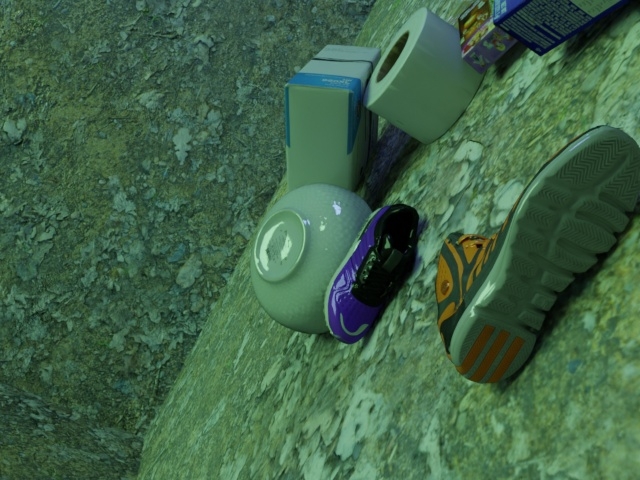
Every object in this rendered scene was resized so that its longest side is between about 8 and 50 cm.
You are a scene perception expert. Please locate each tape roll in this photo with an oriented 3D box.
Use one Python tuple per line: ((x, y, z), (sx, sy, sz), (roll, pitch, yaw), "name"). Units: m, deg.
((0.227, -0.363, 1.278), (0.246, 0.169, 0.246), (-55, 16, 23), "tape roll")

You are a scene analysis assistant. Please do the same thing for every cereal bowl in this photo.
((-0.041, 0.027, 1.258), (0.338, 0.141, 0.339), (-17, 64, 39), "cereal bowl")

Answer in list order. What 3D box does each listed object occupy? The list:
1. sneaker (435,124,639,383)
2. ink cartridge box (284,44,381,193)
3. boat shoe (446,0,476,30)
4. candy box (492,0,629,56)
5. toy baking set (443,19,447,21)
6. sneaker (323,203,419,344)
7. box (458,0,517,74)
((0.228, -0.002, 0.694), (0.321, 0.124, 0.180), (-58, 16, 14), "sneaker")
((0.043, -0.314, 1.483), (0.395, 0.166, 0.286), (-65, -21, -55), "ink cartridge box")
((0.336, -0.515, 1.404), (0.072, 0.068, 0.190), (1, 63, 61), "boat shoe")
((0.401, -0.467, 0.810), (0.317, 0.122, 0.268), (-26, 49, 55), "candy box")
((0.293, -0.521, 1.624), (0.256, 0.030, 0.197), (-37, 28, 59), "toy baking set")
((0.103, 0.052, 1.075), (0.294, 0.102, 0.146), (-66, 16, -17), "sneaker")
((0.387, -0.474, 1.082), (0.293, 0.057, 0.201), (-42, 24, 36), "box")
